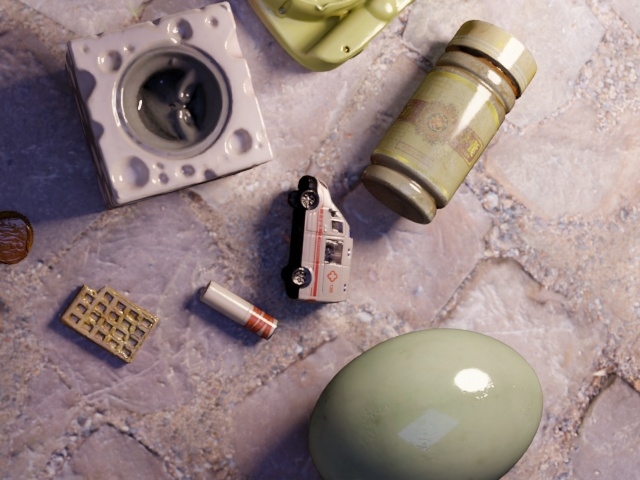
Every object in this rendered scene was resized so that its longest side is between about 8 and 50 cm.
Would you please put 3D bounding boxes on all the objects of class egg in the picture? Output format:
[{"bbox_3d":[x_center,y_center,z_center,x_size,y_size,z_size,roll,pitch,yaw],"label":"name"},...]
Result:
[{"bbox_3d":[0.168,0.281,1.698,0.388,0.276,0.276,-14,93,-16],"label":"egg"}]

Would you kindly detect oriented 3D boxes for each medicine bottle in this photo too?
[{"bbox_3d":[0.211,-0.194,1.780,0.151,0.151,0.322,37,81,-11],"label":"medicine bottle"}]

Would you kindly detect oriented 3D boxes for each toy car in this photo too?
[{"bbox_3d":[0.000,0.000,1.756,0.108,0.089,0.210,4,90,-15],"label":"toy car"}]

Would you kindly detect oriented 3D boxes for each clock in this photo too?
[{"bbox_3d":[-0.009,-0.476,1.745,0.286,0.117,0.348,-46,100,-11],"label":"clock"}]

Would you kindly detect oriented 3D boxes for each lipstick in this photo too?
[{"bbox_3d":[-0.132,0.114,1.746,0.130,0.038,0.038,33,82,-12],"label":"lipstick"}]

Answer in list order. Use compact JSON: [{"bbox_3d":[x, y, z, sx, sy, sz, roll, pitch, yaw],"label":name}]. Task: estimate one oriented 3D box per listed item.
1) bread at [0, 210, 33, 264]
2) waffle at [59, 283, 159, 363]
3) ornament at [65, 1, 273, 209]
[{"bbox_3d":[-0.483,-0.005,1.651,0.085,0.053,0.085,-3,102,-14],"label":"bread"},{"bbox_3d":[-0.335,0.126,1.704,0.135,0.021,0.092,36,83,-12],"label":"waffle"},{"bbox_3d":[-0.236,-0.194,1.621,0.239,0.239,0.240,-17,93,-15],"label":"ornament"}]
